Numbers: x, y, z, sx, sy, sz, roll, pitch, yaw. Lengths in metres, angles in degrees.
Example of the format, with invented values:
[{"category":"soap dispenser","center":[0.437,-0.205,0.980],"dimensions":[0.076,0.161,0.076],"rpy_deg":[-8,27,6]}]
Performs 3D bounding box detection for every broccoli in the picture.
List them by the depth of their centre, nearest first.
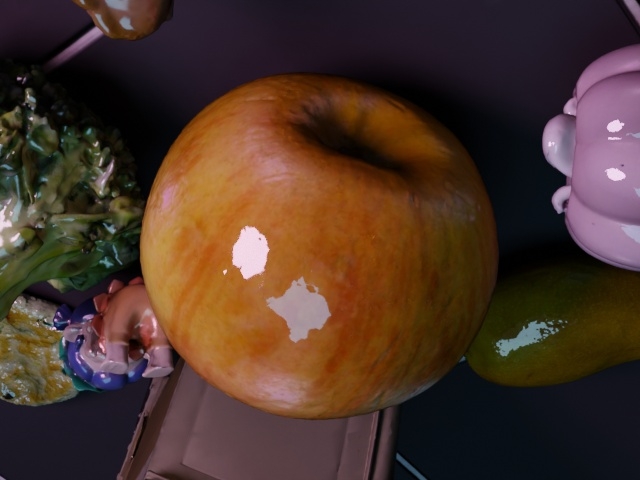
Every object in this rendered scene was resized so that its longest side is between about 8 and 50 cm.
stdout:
[{"category":"broccoli","center":[-0.281,-0.018,0.867],"dimensions":[0.248,0.245,0.288],"rpy_deg":[9,143,46]}]

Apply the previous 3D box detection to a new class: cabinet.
[{"category":"cabinet","center":[-0.064,0.217,0.995],"dimensions":[0.227,0.318,0.290],"rpy_deg":[23,132,-9]}]

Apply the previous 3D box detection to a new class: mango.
[{"category":"mango","center":[0.240,0.075,0.958],"dimensions":[0.228,0.099,0.136],"rpy_deg":[-5,127,4]}]

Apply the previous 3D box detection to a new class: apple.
[{"category":"apple","center":[0.000,0.000,0.816],"dimensions":[0.286,0.286,0.233],"rpy_deg":[22,129,-10]}]

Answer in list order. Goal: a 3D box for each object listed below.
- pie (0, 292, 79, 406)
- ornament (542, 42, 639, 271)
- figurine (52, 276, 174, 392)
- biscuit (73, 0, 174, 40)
[{"category":"pie","center":[-0.338,0.115,1.137],"dimensions":[0.187,0.041,0.186],"rpy_deg":[6,133,6]},{"category":"ornament","center":[0.248,-0.061,0.777],"dimensions":[0.178,0.177,0.177],"rpy_deg":[5,133,6]},{"category":"figurine","center":[-0.189,0.093,1.001],"dimensions":[0.111,0.102,0.195],"rpy_deg":[13,159,-25]},{"category":"biscuit","center":[-0.261,-0.269,0.693],"dimensions":[0.366,0.115,0.268],"rpy_deg":[1,125,15]}]
